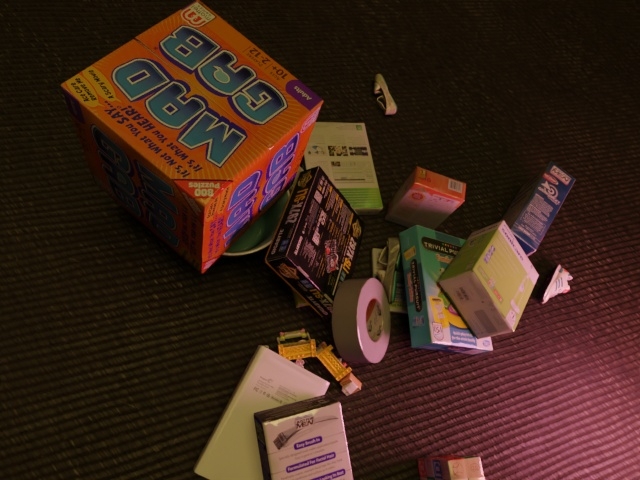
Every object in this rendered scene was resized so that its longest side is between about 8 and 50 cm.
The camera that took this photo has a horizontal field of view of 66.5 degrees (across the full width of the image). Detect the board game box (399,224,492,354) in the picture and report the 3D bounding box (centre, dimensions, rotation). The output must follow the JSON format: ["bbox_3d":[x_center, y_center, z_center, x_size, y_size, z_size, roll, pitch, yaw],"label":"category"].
[{"bbox_3d":[0.358,0.145,1.401,0.253,0.079,0.336,14,62,-33],"label":"board game box"}]

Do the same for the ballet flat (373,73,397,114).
[{"bbox_3d":[0.216,-0.517,1.719,0.052,0.057,0.168,-19,72,-12],"label":"ballet flat"}]

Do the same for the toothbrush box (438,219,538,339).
[{"bbox_3d":[0.483,0.106,1.382,0.206,0.122,0.283,54,47,-7],"label":"toothbrush box"}]

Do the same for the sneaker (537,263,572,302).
[{"bbox_3d":[0.761,0.151,1.569,0.075,0.057,0.161,37,59,9],"label":"sneaker"}]

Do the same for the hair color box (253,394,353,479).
[{"bbox_3d":[-0.028,0.544,1.100,0.185,0.110,0.339,-8,87,-20],"label":"hair color box"}]

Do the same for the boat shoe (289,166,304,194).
[{"bbox_3d":[-0.130,-0.243,1.479,0.114,0.091,0.303,-3,64,-38],"label":"boat shoe"}]

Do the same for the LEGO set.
[{"bbox_3d":[-0.022,0.305,1.282,0.286,0.107,0.132,15,98,-13],"label":"LEGO set"}]

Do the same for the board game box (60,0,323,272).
[{"bbox_3d":[-0.271,-0.217,1.096,0.356,0.356,0.356,40,63,5],"label":"board game box"}]

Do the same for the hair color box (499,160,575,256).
[{"bbox_3d":[0.675,-0.081,1.583,0.105,0.174,0.347,38,63,4],"label":"hair color box"}]

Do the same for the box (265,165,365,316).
[{"bbox_3d":[0.000,0.000,1.307,0.257,0.079,0.322,49,43,-36],"label":"box"}]

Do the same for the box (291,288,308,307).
[{"bbox_3d":[-0.037,0.093,1.383,0.109,0.042,0.178,-9,70,-19],"label":"box"}]

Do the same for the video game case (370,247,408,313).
[{"bbox_3d":[0.255,0.125,1.461,0.212,0.023,0.193,7,65,-13],"label":"video game case"}]

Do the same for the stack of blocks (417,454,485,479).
[{"bbox_3d":[0.327,0.673,1.153,0.087,0.171,0.297,0,67,-15],"label":"stack of blocks"}]

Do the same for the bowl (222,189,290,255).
[{"bbox_3d":[-0.247,-0.074,1.331,0.311,0.163,0.312,6,65,-13],"label":"bowl"}]

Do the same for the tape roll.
[{"bbox_3d":[0.111,0.209,1.279,0.072,0.219,0.219,-5,60,29],"label":"tape roll"}]

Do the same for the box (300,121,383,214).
[{"bbox_3d":[0.054,-0.229,1.546,0.232,0.058,0.322,-2,66,-16],"label":"box"}]

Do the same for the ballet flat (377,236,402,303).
[{"bbox_3d":[0.199,0.085,1.420,0.068,0.072,0.213,7,61,17],"label":"ballet flat"}]

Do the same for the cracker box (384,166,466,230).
[{"bbox_3d":[0.308,-0.113,1.463,0.155,0.232,0.067,18,62,-7],"label":"cracker box"}]

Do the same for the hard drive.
[{"bbox_3d":[-0.131,0.433,1.153,0.203,0.040,0.308,33,73,-15],"label":"hard drive"}]
